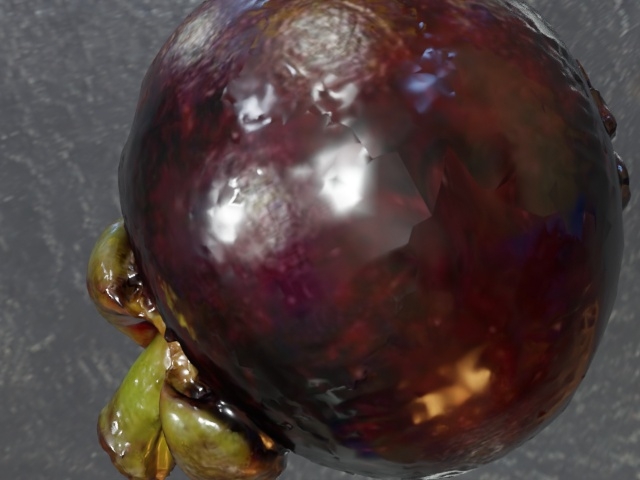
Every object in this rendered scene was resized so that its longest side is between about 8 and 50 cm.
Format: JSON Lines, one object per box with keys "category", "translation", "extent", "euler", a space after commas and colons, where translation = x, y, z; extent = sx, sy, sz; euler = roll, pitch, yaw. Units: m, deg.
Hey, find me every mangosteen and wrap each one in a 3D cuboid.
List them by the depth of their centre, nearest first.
{"category": "mangosteen", "translation": [0.014, -0.013, 0.747], "extent": [0.293, 0.297, 0.297], "euler": [-2, 105, 13]}
